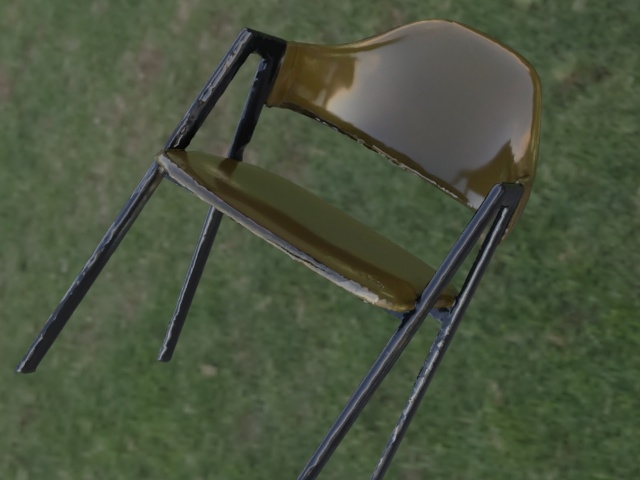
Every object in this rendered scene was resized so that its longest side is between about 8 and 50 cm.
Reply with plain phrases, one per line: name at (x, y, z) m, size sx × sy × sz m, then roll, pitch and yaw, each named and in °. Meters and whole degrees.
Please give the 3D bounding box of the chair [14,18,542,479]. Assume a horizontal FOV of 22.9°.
chair at (0.000, 0.000, 0.789) m, size 0.159 × 0.172 × 0.247 m, roll 33°, pitch 104°, yaw 21°
